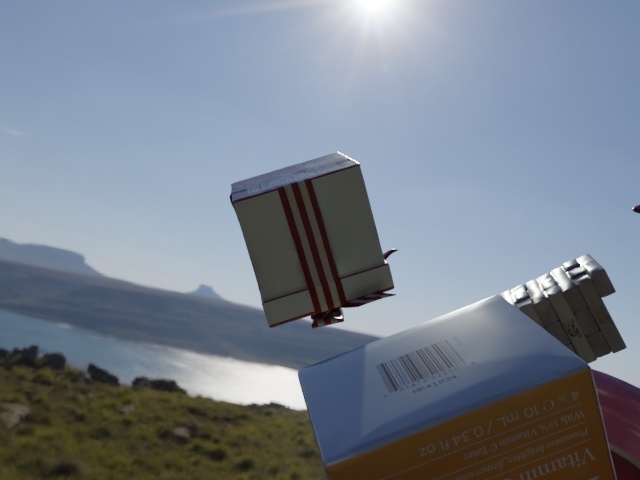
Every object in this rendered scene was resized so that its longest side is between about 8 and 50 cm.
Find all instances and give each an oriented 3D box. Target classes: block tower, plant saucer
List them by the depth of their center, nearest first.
[{"bbox_3d":[0.188,0.136,0.783,0.335,0.097,0.091,-28,5,14],"label":"block tower"},{"bbox_3d":[0.449,0.323,1.013,0.332,0.084,0.332,34,-21,15],"label":"plant saucer"}]

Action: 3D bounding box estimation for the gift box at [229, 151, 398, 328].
[{"bbox_3d":[0.000,0.000,1.164,0.276,0.258,0.255,-15,15,0],"label":"gift box"}]

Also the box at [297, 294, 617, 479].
[{"bbox_3d":[0.139,0.261,0.597,0.214,0.346,0.168,-20,16,-4],"label":"box"}]

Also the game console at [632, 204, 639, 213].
[{"bbox_3d":[0.620,-0.029,1.089,0.144,0.124,0.085,-20,-8,-14],"label":"game console"}]
